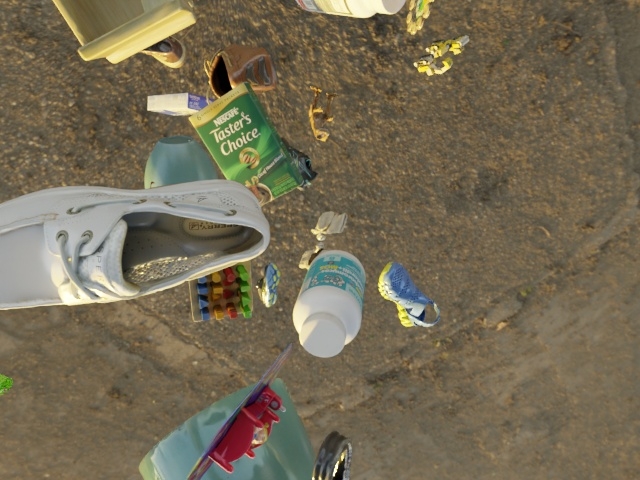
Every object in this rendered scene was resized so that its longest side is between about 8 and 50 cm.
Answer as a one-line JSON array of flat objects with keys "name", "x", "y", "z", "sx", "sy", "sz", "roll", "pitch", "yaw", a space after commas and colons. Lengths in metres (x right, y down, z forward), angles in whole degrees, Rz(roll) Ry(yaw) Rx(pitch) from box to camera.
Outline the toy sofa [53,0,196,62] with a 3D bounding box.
[{"name": "toy sofa", "x": -0.319, "y": -0.431, "z": 0.513, "sx": 0.150, "sy": 0.177, "sz": 0.363, "roll": -25, "pitch": 118, "yaw": 3}]

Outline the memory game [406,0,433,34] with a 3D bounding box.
[{"name": "memory game", "x": 0.293, "y": -0.695, "z": 1.174, "sx": 0.012, "sy": 0.186, "sz": 0.186, "roll": 10, "pitch": 120, "yaw": -12}]

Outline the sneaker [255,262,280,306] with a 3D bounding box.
[{"name": "sneaker", "x": -0.183, "y": 0.147, "z": 1.369, "sx": 0.067, "sy": 0.078, "sz": 0.188, "roll": -40, "pitch": 153, "yaw": -41}]

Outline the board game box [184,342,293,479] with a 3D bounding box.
[{"name": "board game box", "x": -0.063, "y": 0.174, "z": 0.375, "sx": 0.033, "sy": 0.168, "sz": 0.133, "roll": 34, "pitch": 122, "yaw": 10}]

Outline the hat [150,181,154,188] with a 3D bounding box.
[{"name": "hat", "x": -0.459, "y": -0.110, "z": 1.119, "sx": 0.208, "sy": 0.184, "sz": 0.173, "roll": 8, "pitch": 162, "yaw": 18}]

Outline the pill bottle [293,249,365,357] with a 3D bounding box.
[{"name": "pill bottle", "x": 0.023, "y": 0.138, "z": 0.910, "sx": 0.146, "sy": 0.264, "sz": 0.147, "roll": 3, "pitch": 115, "yaw": 7}]

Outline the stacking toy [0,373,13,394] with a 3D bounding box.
[{"name": "stacking toy", "x": -0.512, "y": 0.149, "z": 0.473, "sx": 0.166, "sy": 0.221, "sz": 0.052, "roll": 16, "pitch": 81, "yaw": 16}]

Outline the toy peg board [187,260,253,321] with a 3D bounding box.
[{"name": "toy peg board", "x": -0.251, "y": 0.136, "z": 1.054, "sx": 0.160, "sy": 0.079, "sz": 0.162, "roll": -8, "pitch": 109, "yaw": -22}]

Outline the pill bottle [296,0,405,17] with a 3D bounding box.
[{"name": "pill bottle", "x": 0.094, "y": -0.840, "z": 1.310, "sx": 0.210, "sy": 0.362, "sz": 0.211, "roll": -33, "pitch": 138, "yaw": -37}]

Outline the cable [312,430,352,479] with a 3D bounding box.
[{"name": "cable", "x": 0.035, "y": 0.349, "z": 0.535, "sx": 0.139, "sy": 0.072, "sz": 0.288, "roll": -29, "pitch": 135, "yaw": -49}]

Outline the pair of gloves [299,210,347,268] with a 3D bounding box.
[{"name": "pair of gloves", "x": 0.000, "y": 0.000, "z": 1.499, "sx": 0.042, "sy": 0.204, "sz": 0.240, "roll": 28, "pitch": 83, "yaw": -23}]

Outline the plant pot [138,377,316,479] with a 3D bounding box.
[{"name": "plant pot", "x": -0.132, "y": 0.433, "z": 0.727, "sx": 0.292, "sy": 0.235, "sz": 0.293, "roll": -30, "pitch": 154, "yaw": -16}]

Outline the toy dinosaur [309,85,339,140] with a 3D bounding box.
[{"name": "toy dinosaur", "x": -0.006, "y": -0.278, "z": 0.906, "sx": 0.064, "sy": 0.212, "sz": 0.113, "roll": 15, "pitch": 115, "yaw": -6}]

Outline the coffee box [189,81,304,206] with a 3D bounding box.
[{"name": "coffee box", "x": -0.120, "y": -0.150, "z": 0.677, "sx": 0.113, "sy": 0.040, "sz": 0.184, "roll": -25, "pitch": 106, "yaw": 14}]

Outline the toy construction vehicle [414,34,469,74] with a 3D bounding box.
[{"name": "toy construction vehicle", "x": 0.228, "y": -0.347, "z": 0.768, "sx": 0.086, "sy": 0.098, "sz": 0.035, "roll": -43, "pitch": 120, "yaw": -15}]

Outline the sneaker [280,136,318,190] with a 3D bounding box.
[{"name": "sneaker", "x": -0.098, "y": -0.342, "z": 1.737, "sx": 0.106, "sy": 0.268, "sz": 0.101, "roll": -35, "pitch": 162, "yaw": 21}]

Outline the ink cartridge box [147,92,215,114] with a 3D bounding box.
[{"name": "ink cartridge box", "x": -0.424, "y": -0.411, "z": 1.237, "sx": 0.097, "sy": 0.206, "sz": 0.046, "roll": -6, "pitch": 105, "yaw": -53}]

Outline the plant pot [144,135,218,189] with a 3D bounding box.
[{"name": "plant pot", "x": -0.565, "y": -0.307, "z": 1.632, "sx": 0.289, "sy": 0.290, "sz": 0.196, "roll": -4, "pitch": 118, "yaw": -10}]

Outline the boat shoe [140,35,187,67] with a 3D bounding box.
[{"name": "boat shoe", "x": -0.613, "y": -0.683, "z": 1.335, "sx": 0.341, "sy": 0.123, "sz": 0.123, "roll": 29, "pitch": 101, "yaw": -1}]

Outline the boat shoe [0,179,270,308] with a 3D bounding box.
[{"name": "boat shoe", "x": -0.178, "y": 0.006, "z": 0.347, "sx": 0.276, "sy": 0.096, "sz": 0.098, "roll": -15, "pitch": 117, "yaw": -17}]

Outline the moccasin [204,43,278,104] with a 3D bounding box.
[{"name": "moccasin", "x": -0.233, "y": -0.423, "z": 1.059, "sx": 0.146, "sy": 0.380, "sz": 0.139, "roll": -24, "pitch": 125, "yaw": -15}]

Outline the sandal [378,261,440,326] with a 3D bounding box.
[{"name": "sandal", "x": 0.306, "y": 0.187, "z": 1.364, "sx": 0.317, "sy": 0.138, "sz": 0.126, "roll": 50, "pitch": 65, "yaw": -35}]
